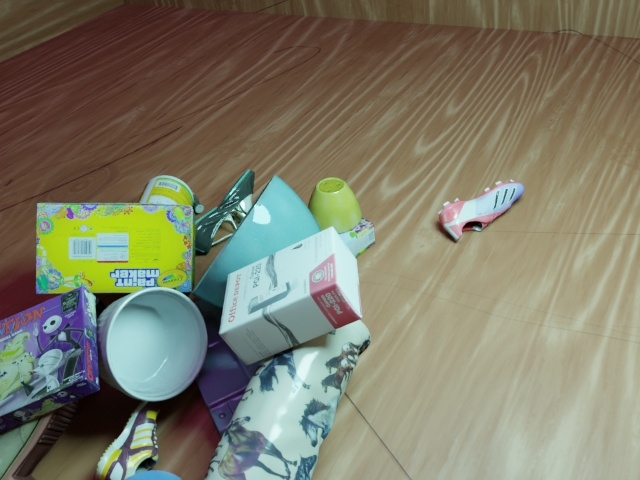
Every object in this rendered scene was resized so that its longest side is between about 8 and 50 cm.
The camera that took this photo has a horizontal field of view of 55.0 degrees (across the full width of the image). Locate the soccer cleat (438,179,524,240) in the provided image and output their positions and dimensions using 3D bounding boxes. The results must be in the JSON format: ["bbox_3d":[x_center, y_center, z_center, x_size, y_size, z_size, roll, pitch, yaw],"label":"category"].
[{"bbox_3d":[0.405,-0.074,1.509,0.248,0.083,0.095,-18,68,-20],"label":"soccer cleat"}]

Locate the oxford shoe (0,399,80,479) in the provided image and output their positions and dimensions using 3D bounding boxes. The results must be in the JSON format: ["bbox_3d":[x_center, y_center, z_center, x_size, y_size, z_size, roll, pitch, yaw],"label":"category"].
[{"bbox_3d":[-0.519,0.320,1.055,0.130,0.123,0.348,22,62,4],"label":"oxford shoe"}]

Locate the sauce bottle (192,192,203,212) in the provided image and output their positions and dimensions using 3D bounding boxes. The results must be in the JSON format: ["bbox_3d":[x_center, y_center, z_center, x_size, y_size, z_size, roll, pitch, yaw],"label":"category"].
[{"bbox_3d":[-0.367,-0.116,1.733,0.042,0.042,0.128,-29,41,-24],"label":"sauce bottle"}]

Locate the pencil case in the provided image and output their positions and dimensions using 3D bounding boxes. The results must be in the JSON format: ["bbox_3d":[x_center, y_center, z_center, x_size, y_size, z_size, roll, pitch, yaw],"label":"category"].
[{"bbox_3d":[-0.043,0.283,1.018,0.160,0.183,0.410,-9,40,36],"label":"pencil case"}]

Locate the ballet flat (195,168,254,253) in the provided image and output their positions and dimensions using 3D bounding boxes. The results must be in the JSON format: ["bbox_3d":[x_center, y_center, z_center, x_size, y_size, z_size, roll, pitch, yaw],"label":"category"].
[{"bbox_3d":[-0.243,-0.068,1.611,0.280,0.096,0.095,-50,9,-28],"label":"ballet flat"}]

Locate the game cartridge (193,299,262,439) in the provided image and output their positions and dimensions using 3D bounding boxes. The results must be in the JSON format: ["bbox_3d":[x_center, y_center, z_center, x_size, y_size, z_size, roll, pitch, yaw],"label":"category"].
[{"bbox_3d":[-0.156,0.220,1.252,0.230,0.068,0.355,-26,41,-15],"label":"game cartridge"}]

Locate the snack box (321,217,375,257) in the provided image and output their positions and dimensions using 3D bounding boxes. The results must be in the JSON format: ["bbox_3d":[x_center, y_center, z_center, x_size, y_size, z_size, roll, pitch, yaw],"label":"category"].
[{"bbox_3d":[0.000,0.000,1.488,0.207,0.070,0.174,-36,46,-29],"label":"snack box"}]

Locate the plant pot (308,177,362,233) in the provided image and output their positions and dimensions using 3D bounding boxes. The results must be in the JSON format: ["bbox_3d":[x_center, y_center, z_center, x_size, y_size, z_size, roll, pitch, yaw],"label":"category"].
[{"bbox_3d":[0.029,-0.093,1.466,0.134,0.095,0.134,-4,38,3],"label":"plant pot"}]

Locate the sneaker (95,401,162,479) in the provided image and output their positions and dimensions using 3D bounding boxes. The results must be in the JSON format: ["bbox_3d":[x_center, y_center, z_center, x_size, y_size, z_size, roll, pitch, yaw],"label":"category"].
[{"bbox_3d":[-0.319,0.364,1.103,0.084,0.069,0.185,24,40,5],"label":"sneaker"}]

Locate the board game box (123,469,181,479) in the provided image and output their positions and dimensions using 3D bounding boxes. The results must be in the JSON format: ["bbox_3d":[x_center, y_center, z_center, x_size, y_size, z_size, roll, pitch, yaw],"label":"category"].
[{"bbox_3d":[-0.280,0.457,0.982,0.133,0.033,0.168,-13,48,-7],"label":"board game box"}]

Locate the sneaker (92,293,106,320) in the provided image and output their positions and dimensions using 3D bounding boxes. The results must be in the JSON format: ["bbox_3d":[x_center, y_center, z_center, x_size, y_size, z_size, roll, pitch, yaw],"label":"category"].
[{"bbox_3d":[-0.539,0.192,1.332,0.217,0.121,0.079,-14,26,28],"label":"sneaker"}]

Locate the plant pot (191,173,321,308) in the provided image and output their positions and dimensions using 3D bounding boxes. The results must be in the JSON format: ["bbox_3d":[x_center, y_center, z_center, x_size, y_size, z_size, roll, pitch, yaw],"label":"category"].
[{"bbox_3d":[-0.096,0.041,1.241,0.195,0.290,0.290,35,43,-8],"label":"plant pot"}]

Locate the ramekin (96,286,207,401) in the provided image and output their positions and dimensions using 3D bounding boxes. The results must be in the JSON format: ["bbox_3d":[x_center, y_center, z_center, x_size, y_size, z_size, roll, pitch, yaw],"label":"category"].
[{"bbox_3d":[-0.327,0.192,1.151,0.109,0.207,0.207,-9,29,45],"label":"ramekin"}]

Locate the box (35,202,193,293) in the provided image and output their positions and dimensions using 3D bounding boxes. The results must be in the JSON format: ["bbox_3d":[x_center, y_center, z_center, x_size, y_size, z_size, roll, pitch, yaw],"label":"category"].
[{"bbox_3d":[-0.415,0.020,1.309,0.290,0.177,0.279,0,-2,-10],"label":"box"}]

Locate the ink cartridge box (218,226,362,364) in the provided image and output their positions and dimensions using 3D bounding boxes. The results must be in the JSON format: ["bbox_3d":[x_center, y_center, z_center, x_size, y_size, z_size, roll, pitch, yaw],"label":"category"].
[{"bbox_3d":[-0.051,0.091,1.025,0.218,0.092,0.158,-26,32,16],"label":"ink cartridge box"}]

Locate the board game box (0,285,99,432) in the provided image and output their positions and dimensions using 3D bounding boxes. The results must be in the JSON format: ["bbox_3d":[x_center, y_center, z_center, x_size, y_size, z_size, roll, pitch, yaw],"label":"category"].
[{"bbox_3d":[-0.551,0.230,1.057,0.347,0.056,0.208,-24,44,1],"label":"board game box"}]

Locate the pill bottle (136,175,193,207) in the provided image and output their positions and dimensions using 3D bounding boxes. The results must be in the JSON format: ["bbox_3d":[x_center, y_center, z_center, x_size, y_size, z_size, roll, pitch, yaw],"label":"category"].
[{"bbox_3d":[-0.417,-0.047,1.579,0.136,0.136,0.245,-4,38,6],"label":"pill bottle"}]
